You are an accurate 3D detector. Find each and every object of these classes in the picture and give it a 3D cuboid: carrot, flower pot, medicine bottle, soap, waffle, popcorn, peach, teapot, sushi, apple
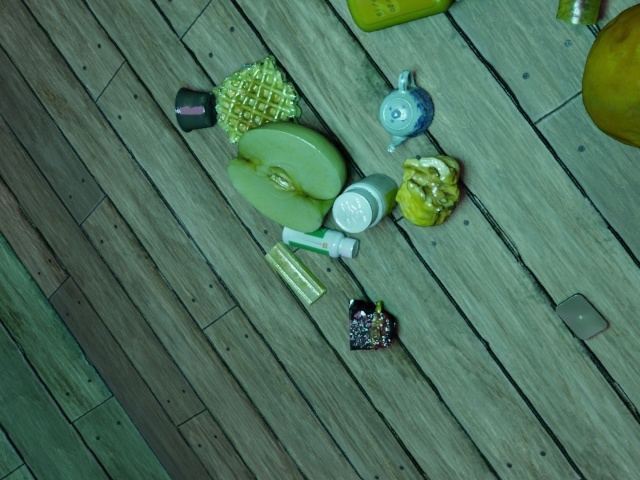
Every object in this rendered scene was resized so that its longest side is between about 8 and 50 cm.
[{"bbox_3d":[0.643,-0.680,1.245,0.114,0.114,0.301,10,112,23],"label":"carrot"},{"bbox_3d":[-0.431,-0.459,1.825,0.107,0.157,0.157,4,107,11],"label":"flower pot"},{"bbox_3d":[0.000,0.000,1.775,0.260,0.095,0.095,16,112,22],"label":"medicine bottle"},{"bbox_3d":[-0.090,0.120,1.889,0.252,0.037,0.092,47,121,6],"label":"soap"},{"bbox_3d":[-0.213,-0.450,1.758,0.317,0.073,0.297,-20,95,27],"label":"waffle"},{"bbox_3d":[0.325,-0.152,1.520,0.191,0.190,0.253,57,161,15],"label":"popcorn"},{"bbox_3d":[0.772,-0.359,1.147,0.302,0.343,0.342,15,113,45],"label":"peach"},{"bbox_3d":[0.140,-0.115,1.576,0.144,0.258,0.143,8,109,24],"label":"medicine bottle"},{"bbox_3d":[0.240,-0.377,1.513,0.159,0.159,0.231,15,111,22],"label":"teapot"},{"bbox_3d":[0.177,0.288,1.750,0.151,0.153,0.171,0,84,8],"label":"sushi"},{"bbox_3d":[0.268,-0.703,1.354,0.385,0.224,0.224,-4,103,28],"label":"medicine bottle"},{"bbox_3d":[-0.108,-0.213,1.643,0.361,0.311,0.320,33,94,1],"label":"apple"}]

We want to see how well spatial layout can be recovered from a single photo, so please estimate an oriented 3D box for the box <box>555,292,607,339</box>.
[{"bbox_3d":[0.758,0.219,1.504,0.126,0.031,0.091,48,120,6],"label":"box"}]
